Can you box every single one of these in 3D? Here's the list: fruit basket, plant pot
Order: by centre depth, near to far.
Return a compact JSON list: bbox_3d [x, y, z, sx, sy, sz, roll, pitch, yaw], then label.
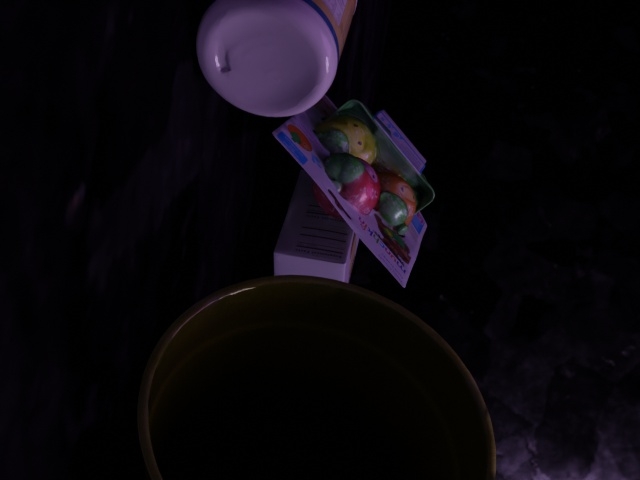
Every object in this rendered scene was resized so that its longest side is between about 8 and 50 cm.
[{"bbox_3d":[-0.041,0.290,1.084,0.353,0.366,0.366,111,-4,-45],"label":"plant pot"},{"bbox_3d":[0.075,-0.107,1.657,0.165,0.327,0.353,-39,-174,16],"label":"fruit basket"}]

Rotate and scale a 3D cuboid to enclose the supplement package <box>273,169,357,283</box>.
[{"bbox_3d":[0.000,0.000,1.822,0.244,0.134,0.139,-75,171,-46],"label":"supplement package"}]

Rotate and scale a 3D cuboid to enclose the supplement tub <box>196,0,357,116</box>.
[{"bbox_3d":[-0.039,-0.241,1.012,0.199,0.144,0.144,-76,172,-45],"label":"supplement tub"}]
